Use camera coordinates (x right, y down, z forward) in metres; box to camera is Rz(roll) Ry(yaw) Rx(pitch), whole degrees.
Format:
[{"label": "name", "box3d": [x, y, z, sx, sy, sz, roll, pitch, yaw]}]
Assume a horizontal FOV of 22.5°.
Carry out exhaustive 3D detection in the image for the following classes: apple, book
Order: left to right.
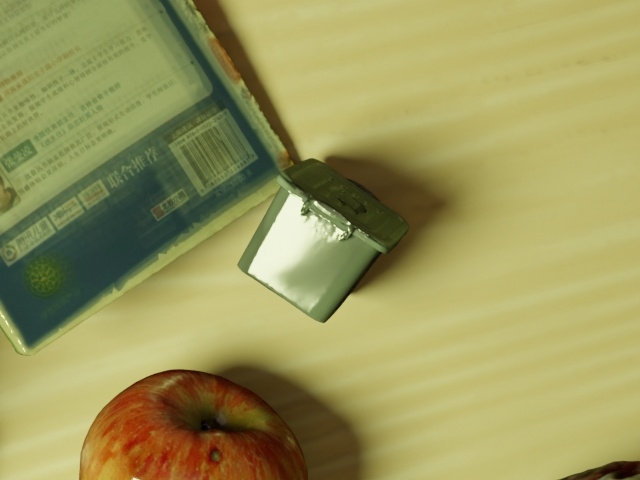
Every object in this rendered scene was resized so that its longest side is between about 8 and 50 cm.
[{"label": "book", "box3d": [-0.182, -0.119, 1.012, 0.228, 0.018, 0.322, -34, 96, -24]}, {"label": "apple", "box3d": [-0.079, 0.159, 1.010, 0.146, 0.146, 0.131, 21, 118, 3]}]

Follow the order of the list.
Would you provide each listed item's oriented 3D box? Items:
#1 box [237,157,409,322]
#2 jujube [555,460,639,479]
[{"label": "box", "box3d": [0.000, 0.000, 1.021, 0.084, 0.122, 0.069, 35, 103, 5]}, {"label": "jujube", "box3d": [0.235, 0.226, 0.961, 0.317, 0.226, 0.226, -10, 88, 8]}]
